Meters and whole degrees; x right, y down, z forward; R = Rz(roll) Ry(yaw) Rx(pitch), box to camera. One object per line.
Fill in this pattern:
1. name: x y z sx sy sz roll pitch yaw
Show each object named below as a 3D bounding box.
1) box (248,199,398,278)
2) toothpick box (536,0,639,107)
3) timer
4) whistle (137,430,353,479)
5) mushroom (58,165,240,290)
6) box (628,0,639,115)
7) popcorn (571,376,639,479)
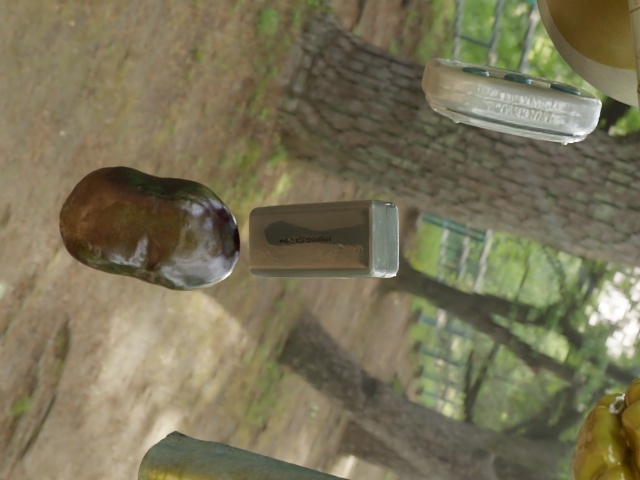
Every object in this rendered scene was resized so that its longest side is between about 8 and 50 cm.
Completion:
1. box: 0.000 0.000 1.601 0.055 0.243 0.103 0 89 -44
2. toothpick box: 0.493 -0.392 1.524 0.425 0.408 0.409 100 14 -66
3. timer: 0.285 -0.212 1.799 0.237 0.261 0.087 -90 -169 -78
4. whistle: -0.001 0.215 0.945 0.057 0.326 0.068 -25 117 -57
5. mushroom: -0.211 -0.012 1.545 0.217 0.226 0.148 112 -1 -87
6. box: 0.377 -0.205 1.274 0.122 0.032 0.221 17 64 -41
7. popcorn: 0.321 0.202 0.943 0.200 0.226 0.203 -38 -137 37
